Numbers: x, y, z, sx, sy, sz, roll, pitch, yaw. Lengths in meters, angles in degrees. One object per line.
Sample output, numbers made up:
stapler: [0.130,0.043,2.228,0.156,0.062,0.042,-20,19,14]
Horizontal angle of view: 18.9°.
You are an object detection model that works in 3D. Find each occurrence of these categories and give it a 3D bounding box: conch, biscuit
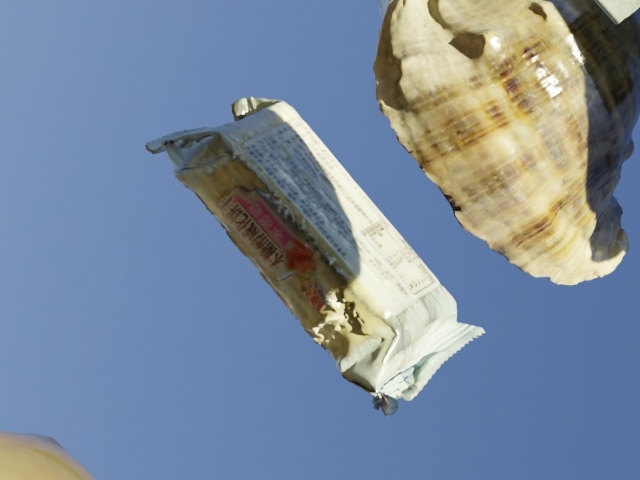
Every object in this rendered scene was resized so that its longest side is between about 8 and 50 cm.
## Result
conch: [0.142,-0.117,1.253,0.159,0.291,0.210,-34,-175,22]
biscuit: [-0.002,0.002,1.664,0.309,0.186,0.079,50,-58,4]

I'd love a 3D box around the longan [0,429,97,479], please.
longan: [-0.269,0.261,1.247,0.319,0.319,0.318,-26,-124,45]

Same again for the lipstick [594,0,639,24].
lipstick: [0.119,-0.153,0.932,0.025,0.107,0.025,-38,-169,26]
